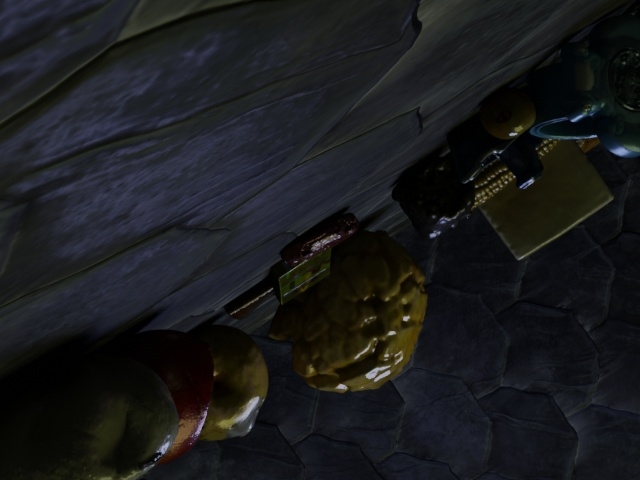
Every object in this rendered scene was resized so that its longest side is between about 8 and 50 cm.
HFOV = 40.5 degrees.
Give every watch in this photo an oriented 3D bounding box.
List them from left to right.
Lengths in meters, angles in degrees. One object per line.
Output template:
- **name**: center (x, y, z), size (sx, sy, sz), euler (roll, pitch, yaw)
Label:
- **watch**: center (0.397, -0.218, 1.307), size (0.211, 0.211, 0.193), euler (-32, -175, -23)

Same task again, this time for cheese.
- **cheese**: center (0.446, -0.127, 1.844), size (0.242, 0.265, 0.124), euler (-35, 175, 9)

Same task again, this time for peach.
- **peach**: center (-0.237, 0.224, 1.253), size (0.192, 0.190, 0.190), euler (-21, 172, -13)

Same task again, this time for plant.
- **plant**: center (0.211, -0.080, 1.590), size (0.132, 0.129, 0.194), euler (-31, 172, -3)

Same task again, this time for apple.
- **apple**: center (0.280, -0.188, 1.293), size (0.084, 0.071, 0.084), euler (-33, 177, -2)

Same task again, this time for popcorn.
- **popcorn**: center (0.090, 0.177, 2.055), size (0.390, 0.354, 0.344), euler (-35, 157, 30)

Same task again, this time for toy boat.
- **toy boat**: center (0.331, -0.164, 1.460), size (0.309, 0.142, 0.129), euler (-29, 171, -35)

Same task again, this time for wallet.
- **wallet**: center (-0.081, 0.082, 1.817), size (0.255, 0.031, 0.137), euler (-35, 172, 0)

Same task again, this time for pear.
- **pear**: center (-0.243, 0.307, 1.895), size (0.271, 0.271, 0.271), euler (-33, 175, -3)

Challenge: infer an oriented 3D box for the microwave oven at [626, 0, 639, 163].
- **microwave oven**: center (0.647, -0.226, 1.419), size (0.247, 0.394, 0.333), euler (-33, 175, -11)

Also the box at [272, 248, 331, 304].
- **box**: center (-0.037, 0.061, 1.713), size (0.121, 0.030, 0.193), euler (-32, 163, -11)

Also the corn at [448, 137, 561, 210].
- **corn**: center (0.360, -0.170, 1.732), size (0.363, 0.120, 0.120), euler (-35, 175, 8)

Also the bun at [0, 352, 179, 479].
- **bun**: center (-0.305, 0.230, 1.043), size (0.273, 0.168, 0.273), euler (-21, -179, 0)

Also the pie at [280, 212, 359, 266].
- **pie**: center (0.000, 0.000, 1.500), size (0.154, 0.038, 0.153), euler (-31, 175, -3)

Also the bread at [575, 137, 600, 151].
- **bread**: center (0.610, -0.271, 2.194), size (0.195, 0.149, 0.344), euler (-38, 173, 35)
